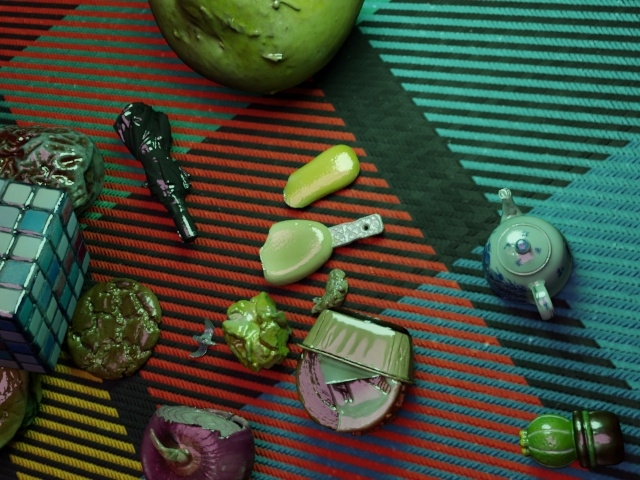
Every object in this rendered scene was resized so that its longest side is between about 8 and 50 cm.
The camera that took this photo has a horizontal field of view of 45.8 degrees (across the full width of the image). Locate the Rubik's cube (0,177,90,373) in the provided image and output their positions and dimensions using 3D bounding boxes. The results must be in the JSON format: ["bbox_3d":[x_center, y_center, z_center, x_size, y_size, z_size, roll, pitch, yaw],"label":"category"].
[{"bbox_3d":[-0.647,0.065,1.480,0.293,0.287,0.292,8,59,-1],"label":"Rubik's cube"}]

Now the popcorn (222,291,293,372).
[{"bbox_3d":[-0.117,0.176,1.443,0.126,0.125,0.145,-33,45,0],"label":"popcorn"}]

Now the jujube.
[{"bbox_3d":[-0.624,-0.143,1.634,0.317,0.226,0.226,5,78,16],"label":"jujube"}]

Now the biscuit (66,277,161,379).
[{"bbox_3d":[-0.436,0.184,1.587,0.226,0.042,0.226,-4,75,16],"label":"biscuit"}]

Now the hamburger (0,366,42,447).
[{"bbox_3d":[-0.729,0.329,1.597,0.265,0.134,0.285,20,80,17],"label":"hamburger"}]

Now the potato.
[{"bbox_3d":[-0.162,-0.464,1.481,0.442,0.385,0.319,36,102,33],"label":"potato"}]

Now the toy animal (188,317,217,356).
[{"bbox_3d":[-0.230,0.202,1.522,0.050,0.028,0.084,21,85,30],"label":"toy animal"}]

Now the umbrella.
[{"bbox_3d":[-0.335,-0.146,1.601,0.118,0.118,0.340,-29,70,9],"label":"umbrella"}]

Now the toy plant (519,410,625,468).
[{"bbox_3d":[0.412,0.330,1.250,0.162,0.093,0.092,-7,75,16],"label":"toy plant"}]

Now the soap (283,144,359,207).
[{"bbox_3d":[-0.001,-0.129,1.527,0.168,0.033,0.089,-26,68,10],"label":"soap"}]

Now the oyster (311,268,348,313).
[{"bbox_3d":[0.013,0.097,1.464,0.081,0.038,0.083,-12,75,17],"label":"oyster"}]

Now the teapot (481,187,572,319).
[{"bbox_3d":[0.355,0.028,1.312,0.159,0.159,0.232,-19,72,13],"label":"teapot"}]

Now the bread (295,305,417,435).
[{"bbox_3d":[0.057,0.239,1.361,0.224,0.142,0.212,16,79,20],"label":"bread"}]

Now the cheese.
[{"bbox_3d":[0.000,0.000,1.487,0.255,0.050,0.127,-19,70,11],"label":"cheese"}]

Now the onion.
[{"bbox_3d":[-0.229,0.406,1.403,0.207,0.200,0.200,3,76,-14],"label":"onion"}]
